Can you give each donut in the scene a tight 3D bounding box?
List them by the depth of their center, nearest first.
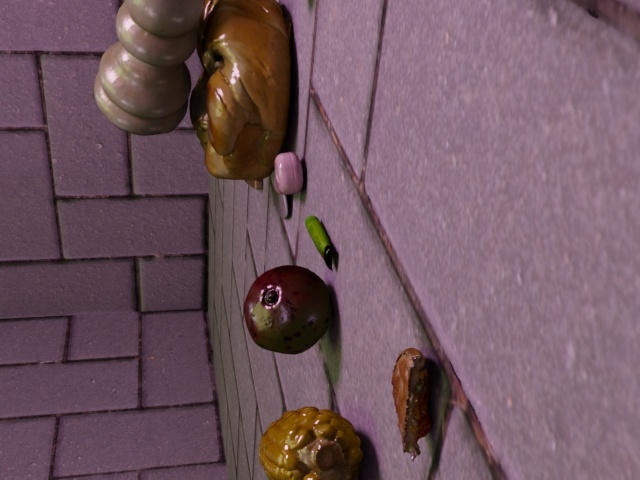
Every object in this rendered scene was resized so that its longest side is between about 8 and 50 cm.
[{"bbox_3d":[-0.153,-0.285,1.425,0.360,0.170,0.360,180,90,-77],"label":"donut"}]

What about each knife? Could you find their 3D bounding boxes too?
[{"bbox_3d":[-0.064,-0.085,1.388,0.336,0.043,0.081,122,138,-80],"label":"knife"}]

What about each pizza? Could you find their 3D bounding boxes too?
[{"bbox_3d":[0.086,0.138,0.718,0.099,0.029,0.100,-108,21,-77],"label":"pizza"}]

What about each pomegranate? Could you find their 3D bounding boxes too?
[{"bbox_3d":[-0.040,0.096,1.100,0.159,0.130,0.129,-18,-72,-75],"label":"pomegranate"}]

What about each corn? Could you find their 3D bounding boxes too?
[{"bbox_3d":[-0.024,0.283,1.024,0.363,0.121,0.120,129,138,-72],"label":"corn"}]

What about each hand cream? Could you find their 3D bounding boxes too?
[{"bbox_3d":[0.000,0.000,1.091,0.122,0.023,0.036,-114,15,-60],"label":"hand cream"}]

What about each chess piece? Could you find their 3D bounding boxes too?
[{"bbox_3d":[-0.294,-0.351,1.351,0.330,0.183,0.182,125,142,-54],"label":"chess piece"}]

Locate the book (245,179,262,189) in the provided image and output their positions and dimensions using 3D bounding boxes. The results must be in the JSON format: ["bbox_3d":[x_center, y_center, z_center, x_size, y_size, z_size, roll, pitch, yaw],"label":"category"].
[{"bbox_3d":[-0.163,-0.285,1.817,0.217,0.021,0.310,-144,53,-74],"label":"book"}]
